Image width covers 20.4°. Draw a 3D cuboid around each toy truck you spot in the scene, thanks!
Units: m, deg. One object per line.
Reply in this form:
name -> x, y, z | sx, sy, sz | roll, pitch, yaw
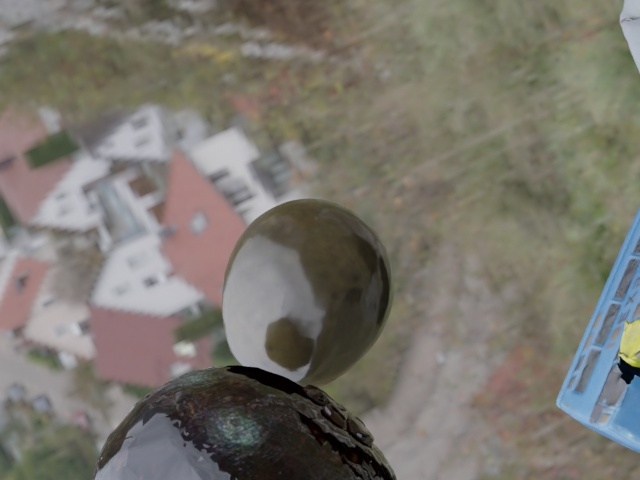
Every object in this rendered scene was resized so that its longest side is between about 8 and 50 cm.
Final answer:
toy truck -> 0.410, 0.052, 1.982 | 0.161, 0.385, 0.162 | 26, 175, -23

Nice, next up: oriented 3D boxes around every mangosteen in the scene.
mangosteen -> -0.071, 0.246, 1.474 | 0.288, 0.288, 0.288 | 50, 155, 34

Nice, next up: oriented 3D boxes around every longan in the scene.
longan -> -0.013, 0.051, 1.680 | 0.167, 0.187, 0.167 | 26, 162, 9

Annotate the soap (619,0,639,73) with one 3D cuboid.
soap -> 0.480, -0.289, 1.809 | 0.213, 0.435, 0.350 | -5, 133, 33
